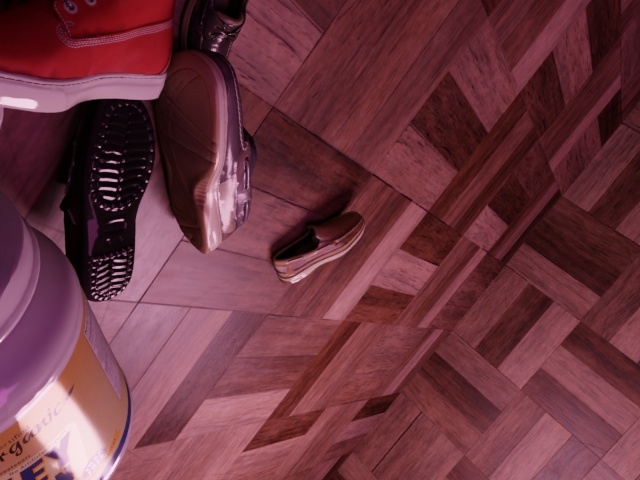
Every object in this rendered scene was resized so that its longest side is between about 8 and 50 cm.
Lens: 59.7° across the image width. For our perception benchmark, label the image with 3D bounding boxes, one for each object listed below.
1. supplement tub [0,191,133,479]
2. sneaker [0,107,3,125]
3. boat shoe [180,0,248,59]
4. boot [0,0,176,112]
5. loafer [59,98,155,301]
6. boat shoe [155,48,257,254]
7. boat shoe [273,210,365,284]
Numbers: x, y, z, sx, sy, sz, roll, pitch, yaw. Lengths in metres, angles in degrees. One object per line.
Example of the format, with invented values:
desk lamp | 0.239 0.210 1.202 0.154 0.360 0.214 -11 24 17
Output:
supplement tub | -0.313 0.119 0.502 0.228 0.228 0.316 -33 148 -27
sneaker | -0.273 -0.120 0.456 0.040 0.043 0.109 -8 131 -48
boat shoe | -0.101 -0.226 0.556 0.056 0.049 0.152 -22 143 -40
boot | -0.182 -0.192 0.409 0.176 0.088 0.244 -64 171 26
loafer | -0.233 -0.048 0.571 0.080 0.078 0.220 -8 115 -60
boat shoe | -0.121 -0.099 0.644 0.092 0.102 0.285 -36 154 -32
boat shoe | 0.000 0.000 0.974 0.190 0.068 0.072 -38 139 -18
